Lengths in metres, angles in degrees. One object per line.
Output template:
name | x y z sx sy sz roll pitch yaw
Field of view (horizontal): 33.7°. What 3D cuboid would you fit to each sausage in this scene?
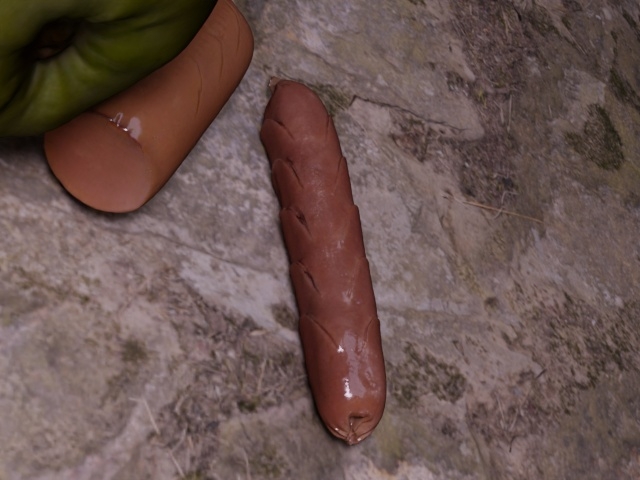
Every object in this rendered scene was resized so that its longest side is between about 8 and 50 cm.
sausage | 0.002 0.000 1.096 0.088 0.088 0.433 13 54 -39
sausage | -0.153 -0.151 1.022 0.121 0.121 0.304 43 38 -14

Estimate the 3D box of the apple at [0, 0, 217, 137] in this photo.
apple | -0.260 -0.303 0.776 0.474 0.474 0.473 26 46 -31
